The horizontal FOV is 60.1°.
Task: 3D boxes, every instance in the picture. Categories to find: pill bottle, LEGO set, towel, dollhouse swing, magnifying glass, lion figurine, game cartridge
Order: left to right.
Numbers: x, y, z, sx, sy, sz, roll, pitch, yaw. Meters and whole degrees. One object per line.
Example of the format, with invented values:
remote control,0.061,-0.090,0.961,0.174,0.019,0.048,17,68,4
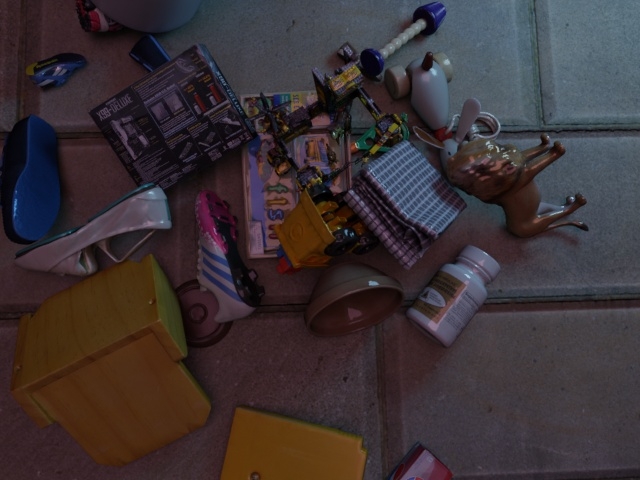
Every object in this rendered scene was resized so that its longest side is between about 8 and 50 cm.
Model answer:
dollhouse swing,-0.457,0.283,1.290,0.346,0.305,0.315,-27,43,0
game cartridge,-0.070,0.555,1.259,0.323,0.052,0.286,11,83,12
LEGO set,0.020,-0.263,1.230,0.331,0.192,0.255,-26,78,1
magnifying glass,0.115,-0.247,1.412,0.230,0.026,0.092,-19,85,-6
towel,0.204,-0.099,1.277,0.235,0.283,0.121,49,127,2
pill bottle,0.319,0.129,1.320,0.131,0.131,0.229,39,83,2
lion figurine,0.476,-0.104,1.317,0.240,0.142,0.392,-33,117,12

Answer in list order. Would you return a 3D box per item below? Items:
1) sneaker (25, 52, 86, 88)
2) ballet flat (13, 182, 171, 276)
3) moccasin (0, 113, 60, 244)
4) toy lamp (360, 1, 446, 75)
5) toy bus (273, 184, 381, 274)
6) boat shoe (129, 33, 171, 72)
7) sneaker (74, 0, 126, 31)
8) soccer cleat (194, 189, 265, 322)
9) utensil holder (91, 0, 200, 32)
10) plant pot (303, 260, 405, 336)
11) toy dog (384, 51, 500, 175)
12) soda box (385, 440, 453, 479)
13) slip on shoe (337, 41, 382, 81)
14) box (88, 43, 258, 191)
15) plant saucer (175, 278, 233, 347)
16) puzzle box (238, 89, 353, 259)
sneaker,-0.658,-0.426,1.389,0.144,0.059,0.053,-27,53,-20
ballet flat,-0.521,0.007,1.278,0.400,0.139,0.139,-26,85,7
moccasin,-0.694,-0.133,1.308,0.116,0.138,0.342,-19,57,18
toy lamp,0.215,-0.518,1.400,0.274,0.080,0.080,-40,86,-20
toy bus,0.000,0.000,1.252,0.211,0.220,0.149,-43,64,26
boat shoe,-0.383,-0.395,1.382,0.089,0.109,0.258,-38,70,1
sneaker,-0.570,-0.658,1.398,0.112,0.121,0.299,-12,82,-33
soccer cleat,-0.251,0.039,1.306,0.143,0.116,0.331,-33,67,20
utensil holder,-0.367,-0.699,1.217,0.327,0.385,0.328,8,73,-26
plant pot,0.067,0.122,1.278,0.237,0.237,0.110,-16,60,-4
toy dog,0.297,-0.330,1.358,0.220,0.161,0.334,-43,87,-6
soda box,0.182,0.603,1.283,0.092,0.083,0.263,42,83,3
slip on shoe,0.107,-0.460,1.423,0.135,0.051,0.041,36,90,10
box,-0.340,-0.271,1.291,0.307,0.076,0.243,-28,105,11
plant saucer,-0.295,0.177,1.342,0.168,0.029,0.169,0,84,-2
puzzle box,-0.055,-0.161,1.362,0.271,0.052,0.409,-4,87,-1
